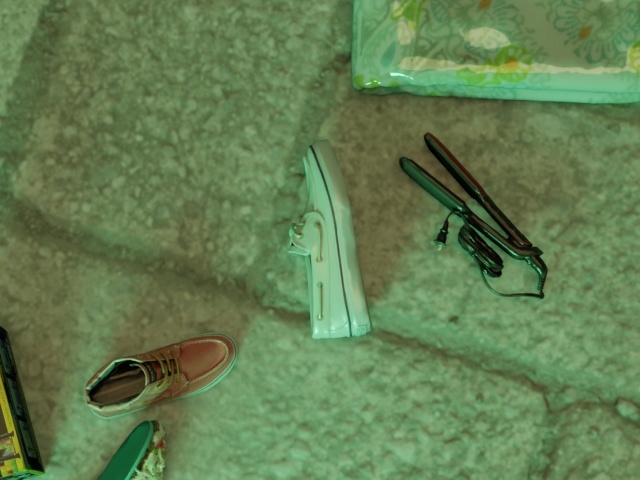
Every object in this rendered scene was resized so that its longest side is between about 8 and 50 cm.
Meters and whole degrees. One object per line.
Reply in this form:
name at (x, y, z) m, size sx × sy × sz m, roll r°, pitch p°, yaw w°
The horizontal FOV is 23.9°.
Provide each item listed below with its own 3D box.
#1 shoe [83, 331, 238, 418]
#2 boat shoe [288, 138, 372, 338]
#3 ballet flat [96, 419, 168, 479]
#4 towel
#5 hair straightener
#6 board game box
shoe at (-0.175, 0.148, 1.666) m, size 0.178 × 0.081 × 0.063 m, roll -22°, pitch 81°, yaw -5°
boat shoe at (0.000, 0.000, 1.695) m, size 0.076 × 0.083 × 0.226 m, roll -11°, pitch 81°, yaw -4°
ballet flat at (-0.227, 0.308, 1.647) m, size 0.077 × 0.091 × 0.241 m, roll 38°, pitch 84°, yaw -25°
towel at (0.226, -0.324, 1.758) m, size 0.375 × 0.090 × 0.320 m, roll 2°, pitch 79°, yaw -1°
hair straightener at (0.169, -0.012, 1.727) m, size 0.089 × 0.047 × 0.230 m, roll -42°, pitch 87°, yaw -8°
board game box at (-0.349, 0.174, 1.627) m, size 0.048 × 0.141 × 0.170 m, roll -16°, pitch 80°, yaw -6°
